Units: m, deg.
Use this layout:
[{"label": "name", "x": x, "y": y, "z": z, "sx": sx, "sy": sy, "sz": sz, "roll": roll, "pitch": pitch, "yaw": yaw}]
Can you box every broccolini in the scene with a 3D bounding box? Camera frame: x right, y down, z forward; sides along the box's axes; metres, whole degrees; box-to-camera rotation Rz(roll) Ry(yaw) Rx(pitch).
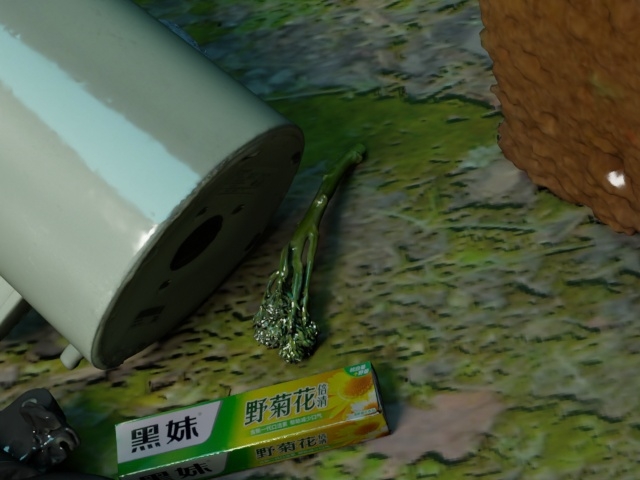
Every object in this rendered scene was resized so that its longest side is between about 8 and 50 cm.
[{"label": "broccolini", "x": -0.001, "y": -0.003, "z": 0.840, "sx": 0.054, "sy": 0.052, "sz": 0.194, "roll": 13, "pitch": 60, "yaw": 18}]

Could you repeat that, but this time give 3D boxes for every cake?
[{"label": "cake", "x": 0.276, "y": -0.156, "z": 0.752, "sx": 0.290, "sy": 0.256, "sz": 0.282, "roll": -39, "pitch": 53, "yaw": -18}]

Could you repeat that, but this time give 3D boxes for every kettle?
[{"label": "kettle", "x": -0.204, "y": -0.071, "z": 0.813, "sx": 0.318, "sy": 0.265, "sz": 0.205, "roll": 40, "pitch": 44, "yaw": 9}]

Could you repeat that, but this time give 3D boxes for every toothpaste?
[{"label": "toothpaste", "x": -0.045, "y": 0.124, "z": 0.770, "sx": 0.178, "sy": 0.037, "sz": 0.043, "roll": -14, "pitch": 55, "yaw": 5}]

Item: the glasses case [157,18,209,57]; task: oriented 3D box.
[{"label": "glasses case", "x": -0.210, "y": -0.077, "z": 0.937, "sx": 0.282, "sy": 0.067, "sz": 0.109, "roll": -41, "pitch": 55, "yaw": -12}]

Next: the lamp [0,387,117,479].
[{"label": "lamp", "x": -0.201, "y": 0.172, "z": 0.721, "sx": 0.227, "sy": 0.147, "sz": 0.172, "roll": 20, "pitch": 55, "yaw": 41}]
